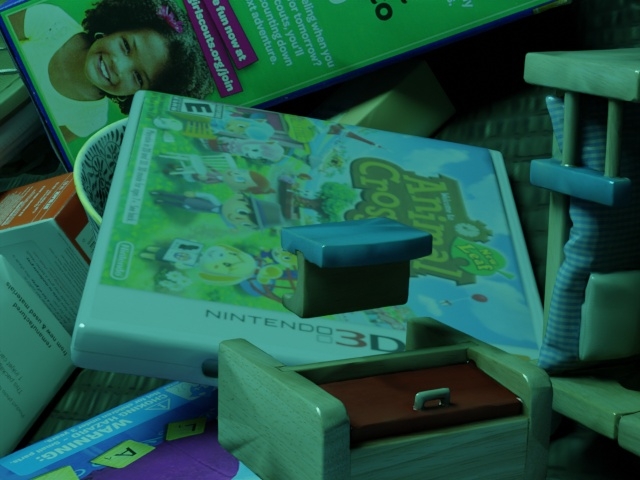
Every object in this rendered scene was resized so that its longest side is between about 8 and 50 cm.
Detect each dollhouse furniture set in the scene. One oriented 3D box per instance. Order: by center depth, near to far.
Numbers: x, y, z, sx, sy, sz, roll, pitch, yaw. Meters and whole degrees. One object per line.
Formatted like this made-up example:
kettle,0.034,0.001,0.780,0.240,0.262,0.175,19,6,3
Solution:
dollhouse furniture set,0.078,0.011,0.425,0.184,0.129,0.129,-6,15,-28

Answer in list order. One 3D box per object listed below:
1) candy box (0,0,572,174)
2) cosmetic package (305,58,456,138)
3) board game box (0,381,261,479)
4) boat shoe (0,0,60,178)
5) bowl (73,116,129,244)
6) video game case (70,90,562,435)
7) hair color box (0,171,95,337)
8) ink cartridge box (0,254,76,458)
candy box,-0.010,-0.182,0.866,0.317,0.122,0.268,-19,19,16
cosmetic package,0.017,-0.057,0.790,0.115,0.041,0.060,-44,28,-19
board game box,-0.082,0.152,0.407,0.319,0.066,0.318,-23,19,-32
boat shoe,-0.208,-0.093,0.917,0.113,0.103,0.302,1,32,15
bowl,-0.044,0.006,0.683,0.170,0.080,0.170,9,32,-6
video game case,0.000,0.000,0.605,0.193,0.023,0.212,9,31,-6
hair color box,-0.181,0.018,0.832,0.167,0.093,0.053,-11,34,37
ink cartridge box,-0.264,0.118,0.761,0.160,0.092,0.219,-8,37,42
